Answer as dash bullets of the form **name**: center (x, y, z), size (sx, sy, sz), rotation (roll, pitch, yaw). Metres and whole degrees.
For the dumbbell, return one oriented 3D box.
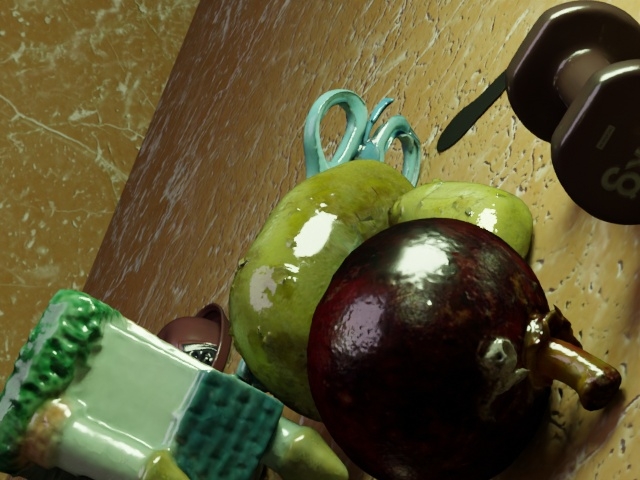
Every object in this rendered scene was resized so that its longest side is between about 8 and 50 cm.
- **dumbbell**: center (0.244, -0.114, 1.337), size (0.140, 0.124, 0.225), rotation (-57, 18, 19)

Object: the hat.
- **hat**: center (-0.205, 0.176, 2.300), size (0.205, 0.089, 0.205), rotation (-53, 20, 28)

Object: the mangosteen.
- **mangosteen**: center (0.123, 0.093, 1.283), size (0.261, 0.235, 0.236), rotation (2, 58, 28)

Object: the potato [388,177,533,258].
- **potato**: center (0.139, -0.010, 1.538), size (0.105, 0.085, 0.188), rotation (-38, 31, -22)

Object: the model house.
- **model house**: center (-0.134, 0.209, 1.579), size (0.267, 0.325, 0.194), rotation (58, -125, -74)

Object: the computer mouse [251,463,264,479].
- **computer mouse**: center (-0.111, 0.270, 1.914), size (0.231, 0.071, 0.126), rotation (120, 152, -47)

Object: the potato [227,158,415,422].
- **potato**: center (0.017, 0.045, 1.650), size (0.173, 0.210, 0.307), rotation (-44, 17, 50)

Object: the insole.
- **insole**: center (0.176, -0.149, 1.808), size (0.153, 0.002, 0.053), rotation (-47, 23, 44)

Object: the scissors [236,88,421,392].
- **scissors**: center (0.000, 0.000, 1.781), size (0.032, 0.180, 0.393), rotation (0, 58, 50)
